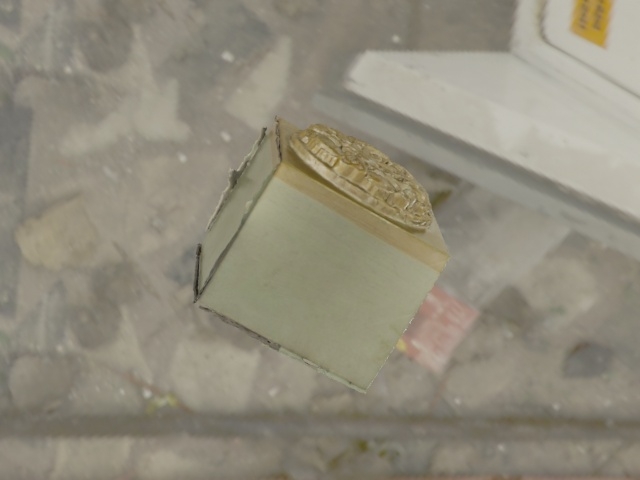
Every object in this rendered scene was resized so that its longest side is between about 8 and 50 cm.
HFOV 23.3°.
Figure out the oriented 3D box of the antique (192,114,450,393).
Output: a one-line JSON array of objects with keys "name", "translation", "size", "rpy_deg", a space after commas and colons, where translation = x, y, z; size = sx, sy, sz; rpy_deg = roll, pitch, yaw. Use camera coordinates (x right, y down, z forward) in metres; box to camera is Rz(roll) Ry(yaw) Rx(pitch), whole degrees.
[{"name": "antique", "translation": [0.000, 0.000, 1.144], "size": [0.152, 0.146, 0.148], "rpy_deg": [29, 105, -12]}]
